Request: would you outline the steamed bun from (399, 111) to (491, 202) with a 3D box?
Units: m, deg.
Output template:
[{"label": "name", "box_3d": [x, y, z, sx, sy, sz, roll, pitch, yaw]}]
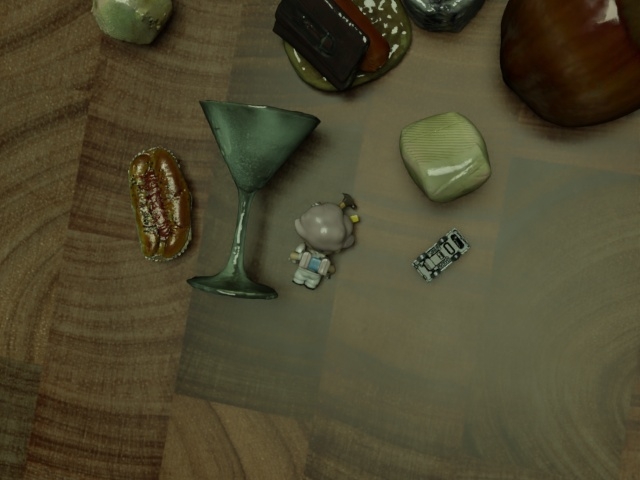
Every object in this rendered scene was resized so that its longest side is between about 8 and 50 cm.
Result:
[{"label": "steamed bun", "box_3d": [0.267, -0.161, 1.673, 0.170, 0.239, 0.152, -20, 125, 5]}]

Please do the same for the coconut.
[{"label": "coconut", "box_3d": [-0.429, -0.541, 1.809, 0.194, 0.194, 0.194, 0, 88, 9]}]

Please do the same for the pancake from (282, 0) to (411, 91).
[{"label": "pancake", "box_3d": [0.052, -0.476, 1.794, 0.294, 0.049, 0.294, -1, 86, 9]}]

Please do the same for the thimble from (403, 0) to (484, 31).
[{"label": "thimble", "box_3d": [0.272, -0.583, 1.711, 0.217, 0.157, 0.245, 7, 88, 12]}]

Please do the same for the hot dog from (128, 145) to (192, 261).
[{"label": "hot dog", "box_3d": [-0.368, -0.084, 1.834, 0.144, 0.075, 0.268, -12, 84, 11]}]

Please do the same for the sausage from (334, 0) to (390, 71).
[{"label": "sausage", "box_3d": [0.037, -0.494, 1.731, 0.089, 0.083, 0.300, -39, 84, -13]}]

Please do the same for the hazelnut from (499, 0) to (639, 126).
[{"label": "hazelnut", "box_3d": [0.539, -0.414, 1.592, 0.366, 0.366, 0.366, 0, 88, 9]}]

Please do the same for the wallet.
[{"label": "wallet", "box_3d": [0.000, -0.443, 1.701, 0.229, 0.182, 0.049, 45, 55, 9]}]

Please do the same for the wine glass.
[{"label": "wine glass", "box_3d": [-0.163, -0.088, 1.716, 0.267, 0.267, 0.406, 10, 92, 9]}]

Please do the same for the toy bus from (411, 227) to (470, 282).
[{"label": "toy bus", "box_3d": [0.264, 0.032, 1.729, 0.123, 0.075, 0.060, -40, 83, 5]}]

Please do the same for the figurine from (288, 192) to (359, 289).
[{"label": "figurine", "box_3d": [0.000, 0.000, 1.760, 0.137, 0.112, 0.229, 23, 102, 4]}]
